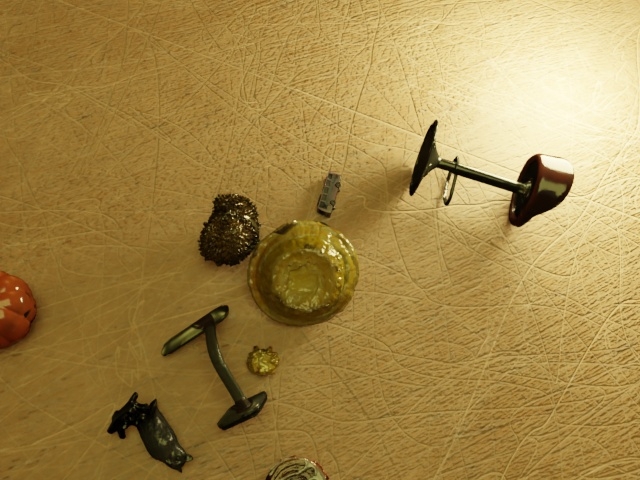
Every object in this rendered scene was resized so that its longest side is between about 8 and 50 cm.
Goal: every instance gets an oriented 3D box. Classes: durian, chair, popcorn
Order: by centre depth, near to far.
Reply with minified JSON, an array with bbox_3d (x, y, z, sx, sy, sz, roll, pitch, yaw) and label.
[{"bbox_3d":[-0.145,0.301,1.609,0.082,0.057,0.083,-29,77,-11],"label":"popcorn"},{"bbox_3d":[-0.238,-0.033,1.656,0.166,0.196,0.196,-4,68,-2],"label":"durian"},{"bbox_3d":[0.471,-0.174,1.792,0.400,0.226,0.227,16,67,0],"label":"chair"}]

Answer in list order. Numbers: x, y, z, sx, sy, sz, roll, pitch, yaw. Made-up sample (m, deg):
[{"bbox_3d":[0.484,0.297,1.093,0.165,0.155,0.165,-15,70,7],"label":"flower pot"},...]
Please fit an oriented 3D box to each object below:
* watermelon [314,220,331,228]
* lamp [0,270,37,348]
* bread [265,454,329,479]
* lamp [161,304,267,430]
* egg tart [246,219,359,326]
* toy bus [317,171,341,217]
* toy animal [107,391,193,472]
[{"bbox_3d":[0.000,0.000,1.725,0.133,0.105,0.105,-2,68,-8],"label":"watermelon"},{"bbox_3d":[-0.780,0.162,1.527,0.187,0.164,0.188,2,69,-5],"label":"lamp"},{"bbox_3d":[-0.056,0.582,1.496,0.160,0.073,0.161,3,67,-6],"label":"bread"},{"bbox_3d":[-0.270,0.321,1.547,0.203,0.124,0.283,-30,78,14],"label":"lamp"},{"bbox_3d":[-0.043,0.087,1.623,0.290,0.115,0.290,0,95,-3],"label":"egg tart"},{"bbox_3d":[0.025,-0.131,1.819,0.052,0.037,0.131,15,66,1],"label":"toy bus"},{"bbox_3d":[-0.388,0.455,1.516,0.210,0.121,0.117,43,23,-7],"label":"toy animal"}]
